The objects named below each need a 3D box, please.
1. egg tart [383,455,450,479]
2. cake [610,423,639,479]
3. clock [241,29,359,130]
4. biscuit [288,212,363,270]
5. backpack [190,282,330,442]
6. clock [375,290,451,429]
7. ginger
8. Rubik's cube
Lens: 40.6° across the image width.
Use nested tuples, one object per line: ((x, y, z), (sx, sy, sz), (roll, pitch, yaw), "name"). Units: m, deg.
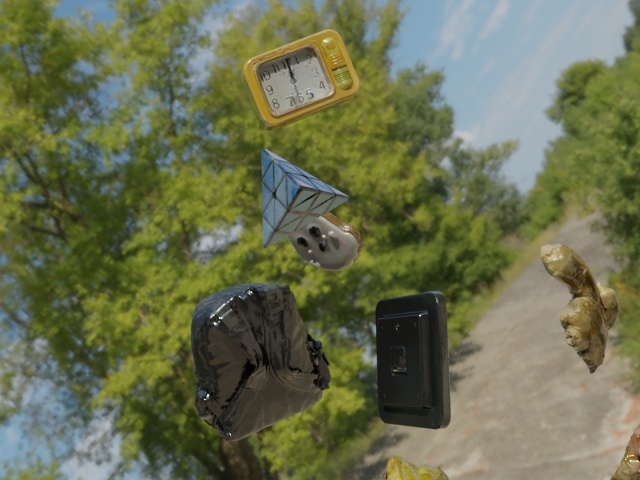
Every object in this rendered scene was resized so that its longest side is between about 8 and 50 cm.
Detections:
((0.228, 0.544, 1.688), (0.115, 0.290, 0.290), (-31, -12, 5), "egg tart")
((0.829, 0.517, 1.895), (0.314, 0.306, 0.293), (-35, -45, -41), "cake")
((-0.040, -0.306, 1.658), (0.202, 0.143, 0.096), (-24, 6, -9), "clock")
((0.000, 0.000, 2.181), (0.049, 0.208, 0.181), (-58, 0, -44), "biscuit")
((-0.170, 0.292, 2.197), (0.363, 0.255, 0.446), (-25, -54, -16), "backpack")
((0.182, 0.250, 1.808), (0.049, 0.274, 0.279), (2, -9, -23), "clock")
((0.407, 0.100, 1.367), (0.059, 0.214, 0.133), (-4, 44, 54), "ginger")
((-0.068, -0.116, 1.755), (0.211, 0.190, 0.178), (-35, -1, -10), "Rubik's cube")
